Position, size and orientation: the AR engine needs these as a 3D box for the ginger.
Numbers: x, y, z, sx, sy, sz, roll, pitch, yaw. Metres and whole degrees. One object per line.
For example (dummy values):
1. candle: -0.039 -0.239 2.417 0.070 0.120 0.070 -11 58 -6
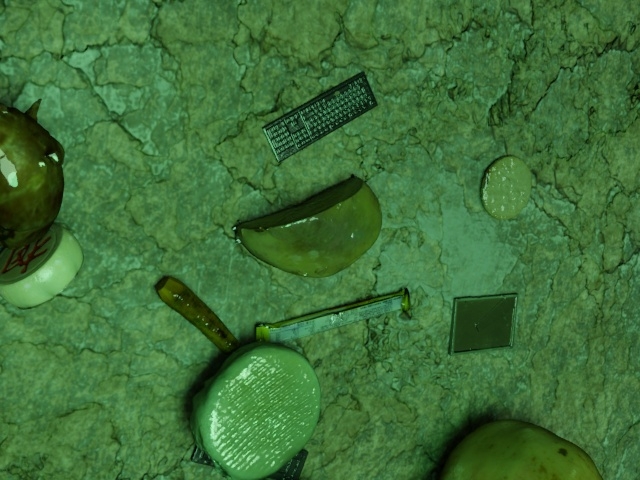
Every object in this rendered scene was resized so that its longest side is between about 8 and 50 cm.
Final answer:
1. ginger: -0.461 -0.138 1.021 0.254 0.176 0.418 -43 118 -27

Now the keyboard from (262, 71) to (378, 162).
1. keyboard: 0.003 -0.194 1.351 0.198 0.010 0.064 -32 113 -19

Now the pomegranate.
1. pomegranate: 0.371 0.471 1.539 0.342 0.342 0.343 -7 104 -27

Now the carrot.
1. carrot: -0.182 0.117 1.304 0.042 0.042 0.171 -47 120 -12

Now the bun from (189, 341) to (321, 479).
1. bun: -0.101 0.261 1.339 0.221 0.108 0.221 -3 97 -31

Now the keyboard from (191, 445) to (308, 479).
1. keyboard: -0.113 0.353 1.410 0.204 0.013 0.061 22 90 -30

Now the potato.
1. potato: 0.000 0.000 1.346 0.243 0.098 0.138 -24 113 -21

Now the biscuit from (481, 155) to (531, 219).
1. biscuit: 0.337 -0.095 1.554 0.120 0.015 0.120 -7 104 -28

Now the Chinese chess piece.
1. Chinese chess piece: -0.373 0.032 1.131 0.122 0.122 0.051 -41 127 -15

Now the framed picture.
1. framed picture: 0.304 0.155 1.595 0.149 0.011 0.109 -2 103 -29

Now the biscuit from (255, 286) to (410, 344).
1. biscuit: 0.027 0.130 1.429 0.291 0.026 0.048 -12 111 -26
